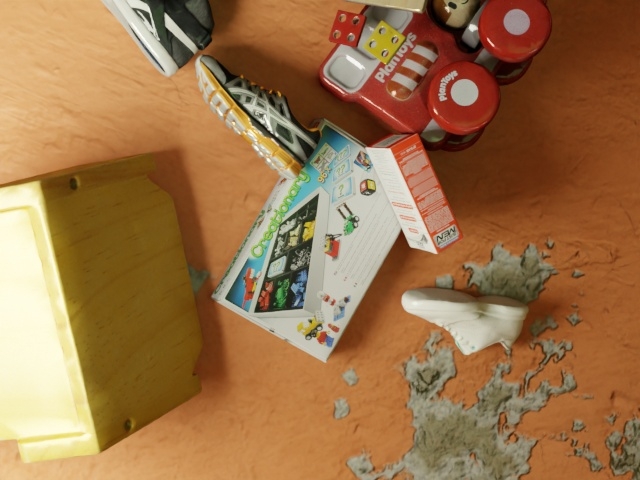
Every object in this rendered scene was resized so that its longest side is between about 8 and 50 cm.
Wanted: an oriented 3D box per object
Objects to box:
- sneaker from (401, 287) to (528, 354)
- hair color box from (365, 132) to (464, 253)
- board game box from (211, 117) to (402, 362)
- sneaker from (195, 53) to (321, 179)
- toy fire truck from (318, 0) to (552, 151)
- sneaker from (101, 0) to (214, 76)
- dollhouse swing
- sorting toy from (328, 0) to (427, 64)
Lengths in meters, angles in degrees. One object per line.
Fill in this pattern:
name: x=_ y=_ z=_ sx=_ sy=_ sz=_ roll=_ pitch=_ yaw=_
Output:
sneaker: x=0.219 y=0.129 z=1.619 sx=0.212 sy=0.080 sz=0.094 roll=9 pitch=104 yaw=-20
hair color box: x=0.134 y=-0.069 z=1.504 sx=0.053 sy=0.093 sz=0.167 roll=-28 pitch=105 yaw=-15
board game box: x=0.000 y=0.000 z=1.542 sx=0.193 sy=0.053 sz=0.305 roll=32 pitch=85 yaw=-19
sneaker: x=-0.089 y=-0.184 z=1.473 sx=0.215 sy=0.084 sz=0.083 roll=45 pitch=79 yaw=-8
toy fire truck: x=0.174 y=-0.288 z=1.527 sx=0.254 sy=0.169 sz=0.302 roll=35 pitch=86 yaw=4
sneaker: x=-0.229 y=-0.343 z=1.428 sx=0.121 sy=0.079 sz=0.217 roll=-42 pitch=114 yaw=-14
dollhouse swing: x=-0.389 y=0.091 z=1.421 sx=0.315 sy=0.305 sz=0.346 roll=-25 pitch=106 yaw=-57
sorting toy: x=0.106 y=-0.380 z=1.483 sx=0.046 sy=0.132 sz=0.274 roll=18 pitch=88 yaw=-63
